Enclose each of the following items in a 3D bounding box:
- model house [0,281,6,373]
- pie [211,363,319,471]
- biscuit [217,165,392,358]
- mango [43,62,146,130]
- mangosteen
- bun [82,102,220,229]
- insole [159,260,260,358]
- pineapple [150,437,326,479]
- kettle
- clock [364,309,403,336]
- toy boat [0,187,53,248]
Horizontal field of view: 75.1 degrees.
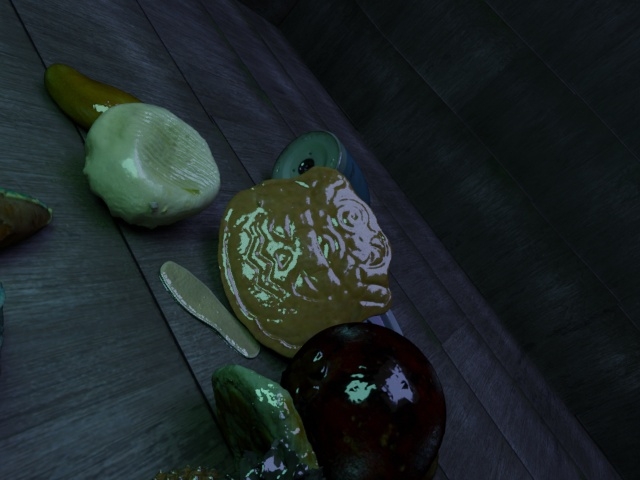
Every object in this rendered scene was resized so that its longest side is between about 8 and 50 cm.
[{"bbox_3d":[-0.329,0.064,0.323,0.194,0.325,0.267,19,38,-44],"label":"model house"},{"bbox_3d":[-0.083,0.268,0.566,0.054,0.240,0.240,-18,66,-34],"label":"pie"},{"bbox_3d":[-0.028,0.036,0.877,0.384,0.366,0.062,65,-17,12],"label":"biscuit"},{"bbox_3d":[-0.461,-0.282,0.869,0.228,0.099,0.136,31,34,-17],"label":"mango"},{"bbox_3d":[0.069,0.291,0.703,0.311,0.311,0.311,37,27,-23],"label":"mangosteen"},{"bbox_3d":[-0.331,-0.137,0.805,0.259,0.160,0.259,40,38,-41],"label":"bun"},{"bbox_3d":[-0.207,0.133,0.789,0.248,0.011,0.081,45,25,-9],"label":"insole"},{"bbox_3d":[-0.101,0.292,0.455,0.125,0.251,0.125,40,36,-37],"label":"pineapple"},{"bbox_3d":[0.056,-0.133,1.319,0.342,0.247,0.319,37,13,-49],"label":"kettle"},{"bbox_3d":[0.070,0.205,1.028,0.339,0.102,0.338,37,27,-23],"label":"clock"},{"bbox_3d":[-0.456,-0.029,0.521,0.099,0.108,0.293,23,10,23],"label":"toy boat"}]
